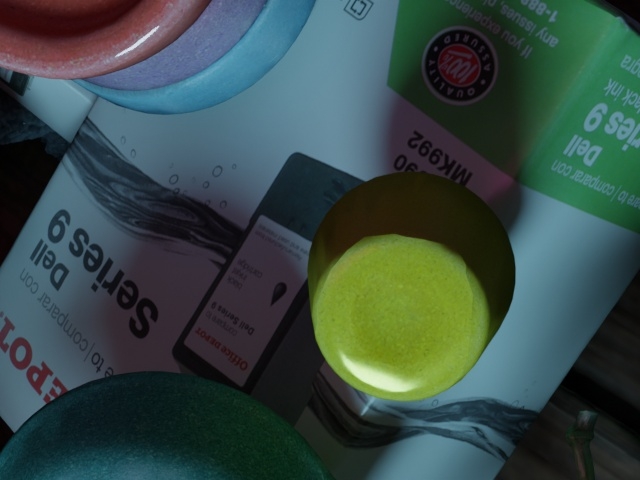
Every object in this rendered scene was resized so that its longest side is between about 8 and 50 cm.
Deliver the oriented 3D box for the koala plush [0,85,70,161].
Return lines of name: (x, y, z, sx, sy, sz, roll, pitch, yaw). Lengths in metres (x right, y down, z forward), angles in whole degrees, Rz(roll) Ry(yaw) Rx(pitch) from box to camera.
koala plush: (-0.237, -0.089, 0.799, 0.196, 0.203, 0.221, 63, 149, 5)

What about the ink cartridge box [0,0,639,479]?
ink cartridge box: (0.000, 0.000, 0.622, 0.211, 0.121, 0.289, 41, 105, 36)

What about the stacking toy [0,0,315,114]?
stacking toy: (-0.160, -0.127, 0.604, 0.309, 0.130, 0.279, -33, 76, 18)

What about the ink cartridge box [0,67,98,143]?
ink cartridge box: (-0.117, -0.119, 0.692, 0.104, 0.180, 0.060, -55, 7, -23)

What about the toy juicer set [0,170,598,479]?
toy juicer set: (-0.036, 0.142, 0.509, 0.329, 0.089, 0.209, -35, 96, 12)
